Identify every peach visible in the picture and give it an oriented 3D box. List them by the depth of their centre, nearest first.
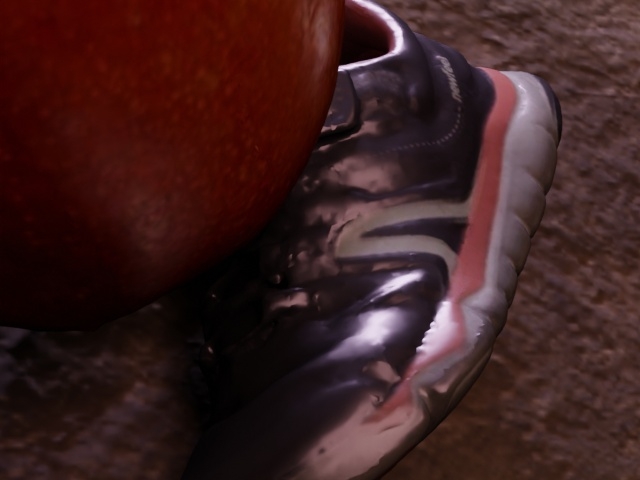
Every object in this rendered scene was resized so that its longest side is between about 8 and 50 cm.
[{"bbox_3d":[-0.120,-0.103,0.646,0.274,0.248,0.245,55,11,17],"label":"peach"}]

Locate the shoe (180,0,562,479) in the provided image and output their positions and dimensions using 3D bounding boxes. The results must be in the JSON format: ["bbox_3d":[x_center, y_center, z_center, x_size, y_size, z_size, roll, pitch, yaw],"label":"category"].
[{"bbox_3d":[0.000,0.000,0.738,0.137,0.114,0.291,37,45,-11],"label":"shoe"}]
